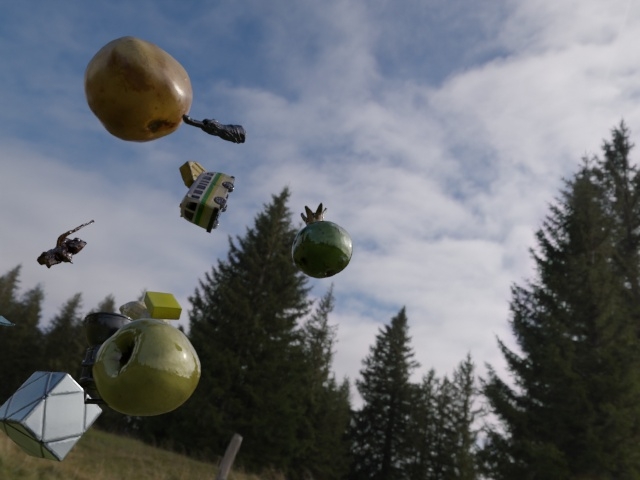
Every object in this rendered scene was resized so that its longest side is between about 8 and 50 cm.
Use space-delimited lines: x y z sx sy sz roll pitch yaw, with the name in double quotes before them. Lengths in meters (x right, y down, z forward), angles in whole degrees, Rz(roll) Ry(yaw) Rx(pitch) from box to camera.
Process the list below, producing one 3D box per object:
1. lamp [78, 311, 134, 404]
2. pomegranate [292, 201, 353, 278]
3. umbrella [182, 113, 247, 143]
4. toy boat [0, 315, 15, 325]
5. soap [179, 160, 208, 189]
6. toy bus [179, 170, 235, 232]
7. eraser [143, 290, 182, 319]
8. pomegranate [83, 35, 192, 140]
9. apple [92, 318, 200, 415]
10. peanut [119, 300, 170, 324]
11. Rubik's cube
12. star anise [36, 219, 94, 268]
"lamp" -0.626 0.335 1.449 0.146 0.228 0.172 6 -34 -12
"pomegranate" 0.000 0.000 1.492 0.181 0.224 0.182 -10 -33 -6
"umbrella" -0.389 -0.411 1.849 0.248 0.071 0.071 8 -17 -32
"toy boat" -1.178 0.300 1.869 0.122 0.034 0.096 20 -1 2
"soap" -0.639 -0.312 2.698 0.080 0.160 0.257 -34 -64 25
"toy bus" -0.498 -0.189 2.243 0.178 0.306 0.143 22 -56 -7
"eraser" -0.530 0.217 1.690 0.097 0.045 0.122 9 14 -35
"pomegranate" -0.711 -0.595 1.982 0.416 0.417 0.417 13 -24 6
"apple" -0.452 0.334 1.330 0.262 0.263 0.262 13 -24 6
"peanut" -0.642 0.297 1.860 0.256 0.124 0.123 22 -17 36
"Rubik's cube" -0.908 0.582 1.685 0.204 0.205 0.207 -7 -59 32
"star anise" -0.679 0.008 1.371 0.097 0.191 0.070 -10 -62 29
